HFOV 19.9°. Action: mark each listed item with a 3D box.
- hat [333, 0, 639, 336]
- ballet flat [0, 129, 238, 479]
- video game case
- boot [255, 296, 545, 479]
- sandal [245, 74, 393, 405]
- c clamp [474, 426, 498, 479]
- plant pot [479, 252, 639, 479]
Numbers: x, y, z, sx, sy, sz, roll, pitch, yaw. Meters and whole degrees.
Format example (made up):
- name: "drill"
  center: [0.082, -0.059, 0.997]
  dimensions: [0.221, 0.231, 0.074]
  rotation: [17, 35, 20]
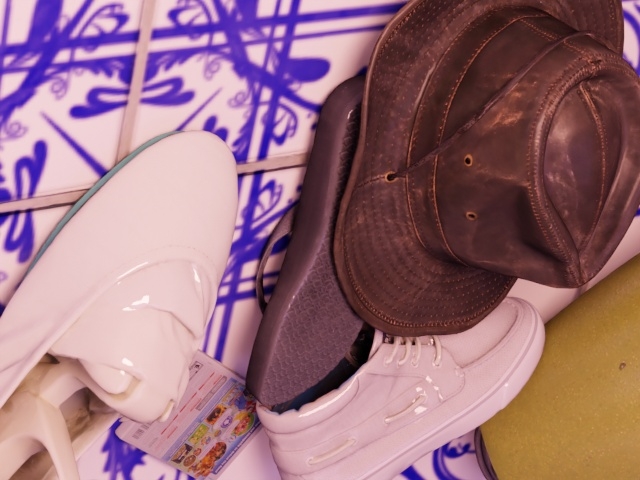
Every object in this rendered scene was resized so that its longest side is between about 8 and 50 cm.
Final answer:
- name: "hat"
  center: [0.160, -0.057, 1.316]
  dimensions: [0.331, 0.134, 0.331]
  rotation: [-29, 134, -36]
- name: "ballet flat"
  center: [-0.169, 0.109, 1.200]
  dimensions: [0.400, 0.139, 0.139]
  rotation: [-48, 140, 1]
- name: "video game case"
  center: [-0.090, 0.134, 1.382]
  dimensions: [0.087, 0.011, 0.122]
  rotation: [-49, 140, 2]
- name: "boot"
  center: [0.067, 0.099, 1.429]
  dimensions: [0.258, 0.095, 0.123]
  rotation: [-38, 133, -19]
- name: "sandal"
  center: [0.001, -0.001, 1.327]
  dimensions: [0.097, 0.054, 0.255]
  rotation: [0, 113, -50]
- name: "c clamp"
  center: [0.208, 0.185, 1.652]
  dimensions: [0.160, 0.022, 0.137]
  rotation: [-13, 116, -26]
- name: "plant pot"
  center: [0.289, 0.129, 1.507]
  dimensions: [0.293, 0.275, 0.275]
  rotation: [-24, 144, 17]
